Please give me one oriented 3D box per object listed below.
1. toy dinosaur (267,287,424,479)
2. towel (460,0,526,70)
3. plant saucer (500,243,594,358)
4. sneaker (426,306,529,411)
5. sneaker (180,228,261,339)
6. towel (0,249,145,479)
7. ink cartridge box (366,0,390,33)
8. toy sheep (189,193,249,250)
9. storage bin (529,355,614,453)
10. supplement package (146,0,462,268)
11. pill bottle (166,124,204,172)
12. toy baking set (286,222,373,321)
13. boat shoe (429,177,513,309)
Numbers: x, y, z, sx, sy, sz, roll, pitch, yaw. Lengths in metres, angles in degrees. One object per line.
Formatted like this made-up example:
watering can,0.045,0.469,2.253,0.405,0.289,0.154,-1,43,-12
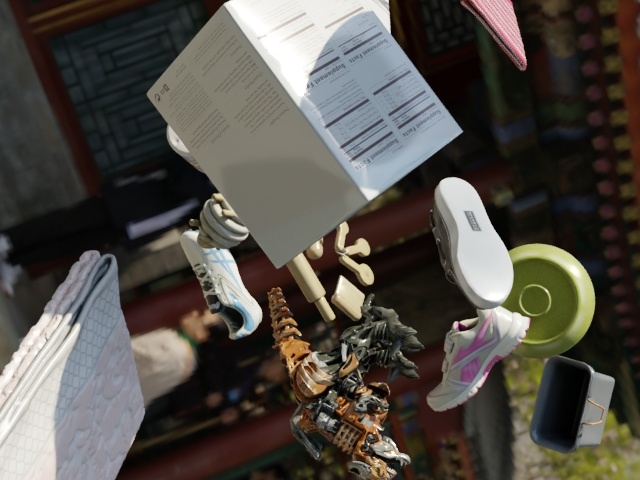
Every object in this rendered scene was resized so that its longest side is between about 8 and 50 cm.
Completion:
toy dinosaur,0.032,0.197,1.800,0.322,0.218,0.164,56,-13,-1
towel,0.328,-0.463,2.399,0.199,0.031,0.275,44,26,-27
plant saucer,0.448,0.126,2.557,0.241,0.241,0.037,67,14,10
sneaker,0.273,0.209,2.284,0.111,0.252,0.103,39,15,1
sneaker,-0.197,0.084,2.354,0.085,0.086,0.237,-20,-72,44
towel,-0.300,0.226,1.444,0.332,0.053,0.317,-65,160,-45
ink cartridge box,0.003,-0.400,2.120,0.121,0.211,0.289,23,56,-46
toy sheep,-0.143,-0.034,1.875,0.091,0.132,0.091,35,29,-24
storage bin,0.384,0.245,1.809,0.098,0.091,0.135,13,-89,46
supplement package,-0.019,-0.150,1.432,0.262,0.198,0.199,53,-41,0
pill bottle,-0.163,-0.140,1.770,0.078,0.078,0.137,66,8,18
toy baking set,-0.002,0.004,1.896,0.256,0.030,0.197,57,34,-12
boat shoe,0.187,0.016,1.611,0.228,0.080,0.076,-108,-151,-43
